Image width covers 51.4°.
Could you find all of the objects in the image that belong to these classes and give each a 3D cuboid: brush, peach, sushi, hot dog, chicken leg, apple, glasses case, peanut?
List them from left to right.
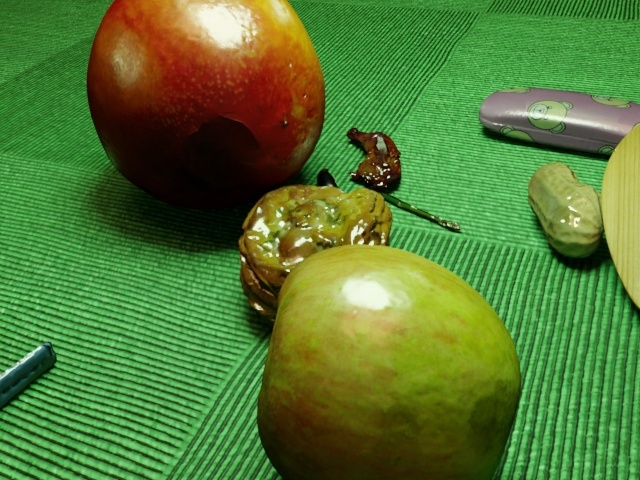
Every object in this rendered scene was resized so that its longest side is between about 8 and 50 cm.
[{"bbox_3d":[-0.165,-0.220,1.022,0.388,0.388,0.388,-3,36,3],"label":"peach"},{"bbox_3d":[0.000,0.000,0.898,0.196,0.122,0.272,4,39,14],"label":"hot dog"},{"bbox_3d":[0.006,-0.085,1.073,0.044,0.046,0.083,-9,37,-4],"label":"sushi"},{"bbox_3d":[0.092,-0.148,1.151,0.093,0.053,0.205,-15,31,11],"label":"chicken leg"},{"bbox_3d":[0.062,0.129,0.619,0.226,0.246,0.246,8,38,5],"label":"apple"},{"bbox_3d":[0.348,-0.052,0.947,0.083,0.093,0.194,29,33,-21],"label":"peanut"},{"bbox_3d":[0.437,-0.211,1.164,0.316,0.075,0.123,16,42,26],"label":"glasses case"},{"bbox_3d":[0.467,-0.019,0.834,0.166,0.266,0.174,14,-10,-22],"label":"brush"}]

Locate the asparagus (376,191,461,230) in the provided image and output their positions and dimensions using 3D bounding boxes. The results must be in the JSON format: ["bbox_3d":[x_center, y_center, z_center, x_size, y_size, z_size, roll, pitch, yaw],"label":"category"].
[{"bbox_3d":[0.149,-0.047,1.032,0.016,0.013,0.166,-41,47,-24],"label":"asparagus"}]

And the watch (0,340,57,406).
[{"bbox_3d":[-0.475,0.210,0.729,0.276,0.068,0.274,1,32,9],"label":"watch"}]
